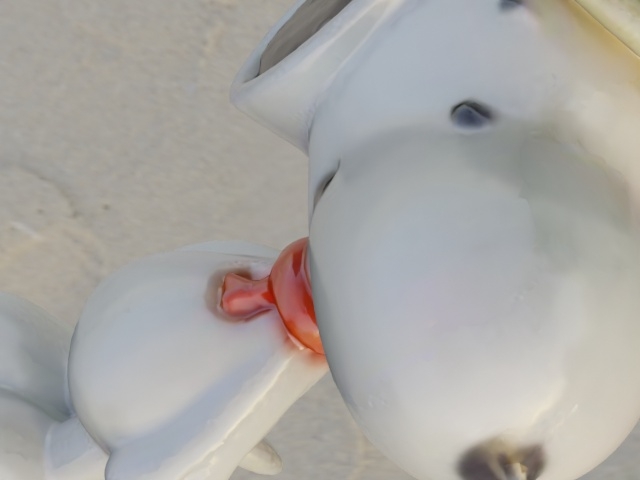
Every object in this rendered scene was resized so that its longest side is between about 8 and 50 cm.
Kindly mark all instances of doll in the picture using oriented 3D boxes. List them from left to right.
[{"bbox_3d":[-0.003,-0.013,0.535,0.271,0.144,0.208,-13,49,47],"label":"doll"}]
